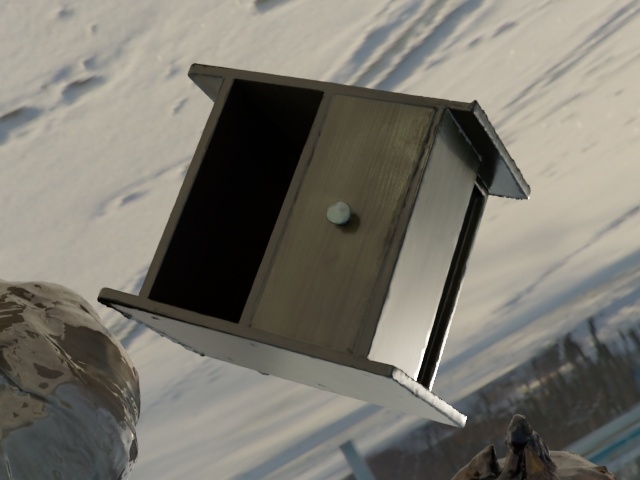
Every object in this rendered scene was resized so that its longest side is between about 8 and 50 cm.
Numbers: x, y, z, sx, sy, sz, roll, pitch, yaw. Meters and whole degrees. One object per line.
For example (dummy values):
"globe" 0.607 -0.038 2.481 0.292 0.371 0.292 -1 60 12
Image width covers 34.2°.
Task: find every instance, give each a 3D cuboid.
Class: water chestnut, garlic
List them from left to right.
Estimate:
"garlic" -0.224 0.084 0.637 0.218 0.218 0.212 -26 135 -16
"water chestnut" 0.265 0.352 1.292 0.300 0.300 0.300 -29 168 -6

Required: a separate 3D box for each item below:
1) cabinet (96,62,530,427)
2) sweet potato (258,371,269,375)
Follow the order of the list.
"cabinet" 0.000 0.000 0.682 0.148 0.215 0.175 42 64 -59
"sweet potato" -0.064 0.121 1.198 0.060 0.068 0.206 12 172 -21
